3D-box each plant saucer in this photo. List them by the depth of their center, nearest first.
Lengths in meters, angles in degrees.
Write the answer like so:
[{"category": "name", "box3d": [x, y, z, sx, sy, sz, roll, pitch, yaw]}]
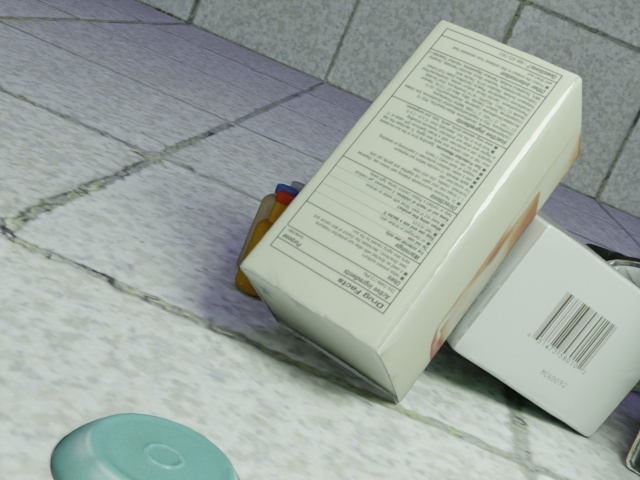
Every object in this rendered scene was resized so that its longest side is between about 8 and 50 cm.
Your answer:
[{"category": "plant saucer", "box3d": [-0.094, 0.132, 0.555, 0.119, 0.021, 0.119, 22, 13, -5]}]

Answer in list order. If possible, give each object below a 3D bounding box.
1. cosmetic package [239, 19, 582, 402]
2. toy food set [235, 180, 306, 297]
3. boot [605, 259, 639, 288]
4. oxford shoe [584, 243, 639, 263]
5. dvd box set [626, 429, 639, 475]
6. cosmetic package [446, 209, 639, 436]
[{"category": "cosmetic package", "box3d": [0.089, -0.029, 0.841, 0.153, 0.296, 0.129, 32, -17, 27]}, {"category": "toy food set", "box3d": [0.000, 0.000, 1.021, 0.232, 0.104, 0.111, 9, 20, -45]}, {"category": "boot", "box3d": [0.413, 0.087, 1.182, 0.258, 0.123, 0.095, 9, 3, 14]}, {"category": "oxford shoe", "box3d": [0.574, 0.069, 1.738, 0.227, 0.083, 0.096, 33, 13, 31]}, {"category": "dvd box set", "box3d": [0.517, 0.250, 1.011, 0.307, 0.062, 0.420, 30, 16, 26]}, {"category": "cosmetic package", "box3d": [0.203, 0.030, 1.062, 0.197, 0.155, 0.365, 33, 9, -18]}]
